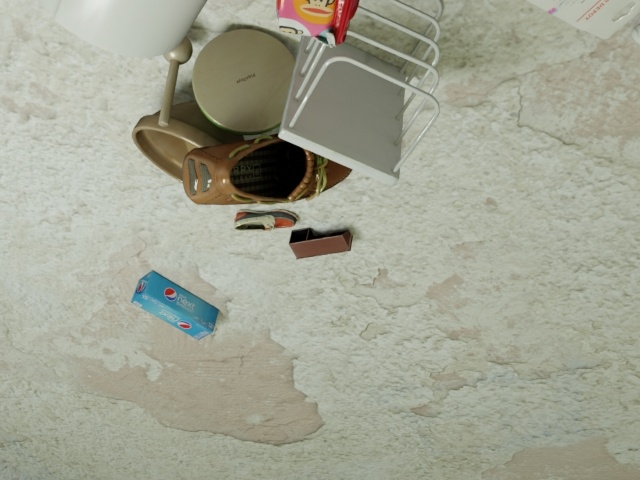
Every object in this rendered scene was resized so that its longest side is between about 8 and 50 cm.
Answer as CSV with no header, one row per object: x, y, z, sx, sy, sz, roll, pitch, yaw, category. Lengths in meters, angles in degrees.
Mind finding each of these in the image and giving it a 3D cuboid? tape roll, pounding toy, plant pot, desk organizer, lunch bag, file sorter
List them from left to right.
-0.267,-0.409,1.094,0.246,0.246,0.169,28,136,-20,tape roll
-0.219,-0.181,1.426,0.237,0.110,0.237,25,162,9,plant pot
-0.156,-0.260,1.332,0.236,0.183,0.110,2,171,-7,pounding toy
0.000,0.000,1.675,0.130,0.047,0.050,-9,134,21,desk organizer
0.010,-0.399,1.006,0.120,0.293,0.258,12,138,-1,lunch bag
0.074,-0.264,1.171,0.192,0.278,0.173,21,137,-14,file sorter

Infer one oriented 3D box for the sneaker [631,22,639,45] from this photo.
0.593,-0.317,1.167,0.235,0.090,0.095,6,128,-2,sneaker

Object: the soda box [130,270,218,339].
-0.361,0.165,1.920,0.210,0.071,0.067,35,134,-27,soda box

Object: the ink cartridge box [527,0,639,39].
0.361,-0.372,1.071,0.198,0.067,0.115,21,146,-20,ink cartridge box

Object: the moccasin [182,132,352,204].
-0.057,-0.131,1.329,0.147,0.139,0.380,5,-173,38,moccasin

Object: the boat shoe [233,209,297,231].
-0.119,-0.039,1.655,0.137,0.043,0.049,3,138,6,boat shoe
